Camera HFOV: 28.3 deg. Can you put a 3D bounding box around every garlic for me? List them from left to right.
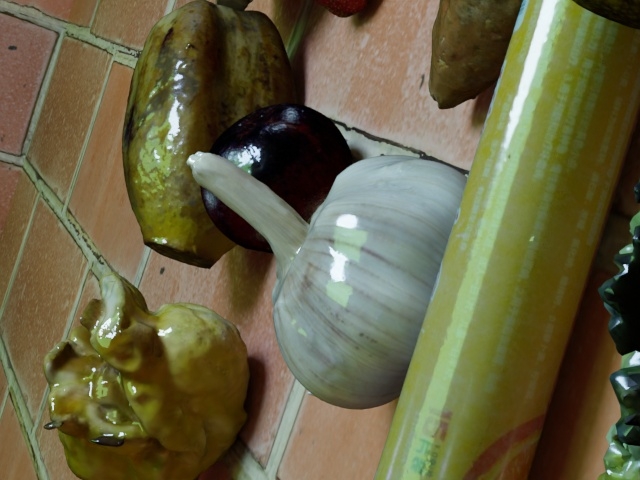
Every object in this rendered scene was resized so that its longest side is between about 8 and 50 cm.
[{"bbox_3d":[0.000,0.000,0.913,0.199,0.226,0.199,-57,2,3],"label":"garlic"}]

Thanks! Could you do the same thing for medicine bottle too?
[{"bbox_3d":[0.128,-0.003,0.789,0.108,0.108,0.426,17,90,68],"label":"medicine bottle"}]

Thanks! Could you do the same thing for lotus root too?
[{"bbox_3d":[-0.126,-0.106,1.370,0.193,0.193,0.291,-36,46,56],"label":"lotus root"}]

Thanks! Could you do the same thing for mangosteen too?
[{"bbox_3d":[-0.035,-0.050,1.183,0.152,0.152,0.152,-48,33,47],"label":"mangosteen"}]

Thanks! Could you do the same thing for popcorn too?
[{"bbox_3d":[-0.164,0.151,1.271,0.253,0.190,0.191,73,-157,-46],"label":"popcorn"}]

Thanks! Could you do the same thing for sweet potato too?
[{"bbox_3d":[0.137,-0.193,0.916,0.252,0.097,0.097,117,157,-46],"label":"sweet potato"}]

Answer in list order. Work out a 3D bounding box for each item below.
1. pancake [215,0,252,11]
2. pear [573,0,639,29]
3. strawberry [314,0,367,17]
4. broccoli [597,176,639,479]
[{"bbox_3d":[-0.046,-0.431,1.397,0.387,0.082,0.387,18,-90,-87],"label":"pancake"},{"bbox_3d":[0.200,-0.208,0.656,0.197,0.197,0.197,-48,33,47],"label":"pear"},{"bbox_3d":[0.014,-0.272,1.259,0.106,0.106,0.106,-48,33,47],"label":"strawberry"},{"bbox_3d":[0.225,0.032,0.534,0.180,0.273,0.242,13,73,24],"label":"broccoli"}]
